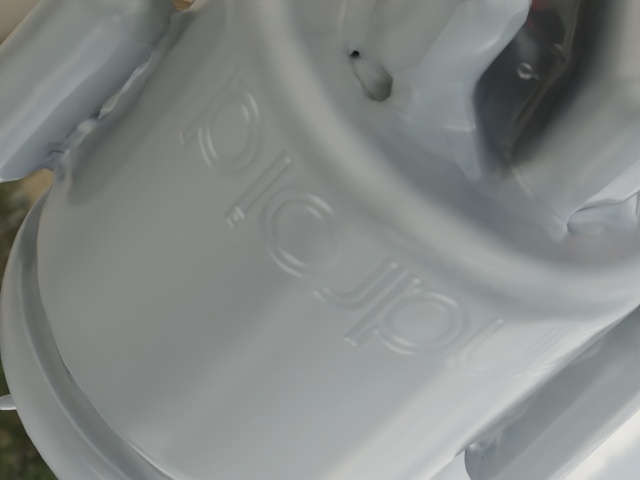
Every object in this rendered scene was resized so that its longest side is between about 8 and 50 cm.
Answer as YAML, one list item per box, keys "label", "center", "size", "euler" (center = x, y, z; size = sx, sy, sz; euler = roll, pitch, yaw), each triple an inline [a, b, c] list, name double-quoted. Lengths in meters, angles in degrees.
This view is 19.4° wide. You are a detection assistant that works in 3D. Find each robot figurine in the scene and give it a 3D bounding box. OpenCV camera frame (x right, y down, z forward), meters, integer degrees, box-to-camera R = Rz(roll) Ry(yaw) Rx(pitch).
- label: "robot figurine"
  center: [0.000, 0.000, 0.744]
  size: [0.353, 0.300, 0.199]
  euler: [-47, -166, 40]

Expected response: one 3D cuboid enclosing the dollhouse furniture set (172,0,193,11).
- label: "dollhouse furniture set"
  center: [0.007, -0.269, 0.963]
  size: [0.257, 0.362, 0.394]
  euler: [15, -170, -7]
